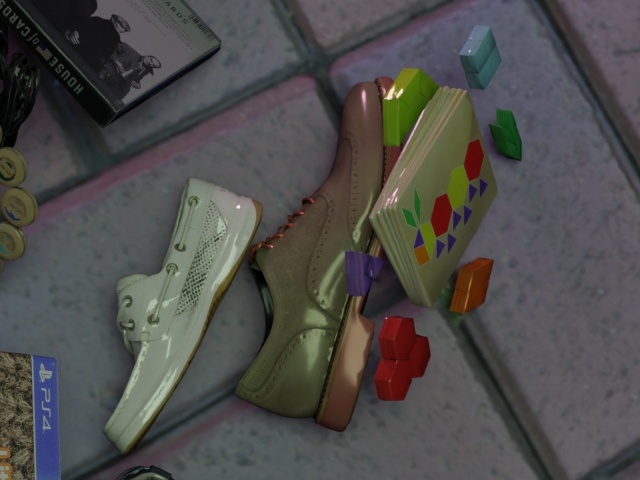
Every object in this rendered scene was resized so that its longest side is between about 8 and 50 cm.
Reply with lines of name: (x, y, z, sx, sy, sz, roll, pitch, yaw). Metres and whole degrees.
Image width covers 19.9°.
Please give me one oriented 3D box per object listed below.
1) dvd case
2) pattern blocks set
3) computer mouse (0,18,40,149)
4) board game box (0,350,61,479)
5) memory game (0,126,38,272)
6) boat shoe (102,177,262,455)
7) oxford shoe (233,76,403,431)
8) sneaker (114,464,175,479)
dvd case: (-0.203, -0.210, 1.700, 0.179, 0.238, 0.029, 47, 118, -1)
pattern blocks set: (0.108, -0.038, 1.727, 0.325, 0.026, 0.285, -50, 137, -41)
computer mouse: (-0.328, -0.202, 1.698, 0.072, 0.188, 0.272, -17, 70, -35)
board game box: (-0.376, 0.210, 1.533, 0.291, 0.141, 0.232, 10, 68, -39)
memory game: (-0.338, -0.047, 1.661, 0.186, 0.186, 0.012, 51, 34, 0)
boat shoe: (-0.151, 0.066, 1.711, 0.096, 0.098, 0.277, 27, 66, -6)
oxford shoe: (0.000, 0.000, 1.743, 0.130, 0.123, 0.348, 12, 75, -2)
sneaker: (-0.184, 0.305, 1.623, 0.086, 0.163, 0.226, 20, 78, -10)
